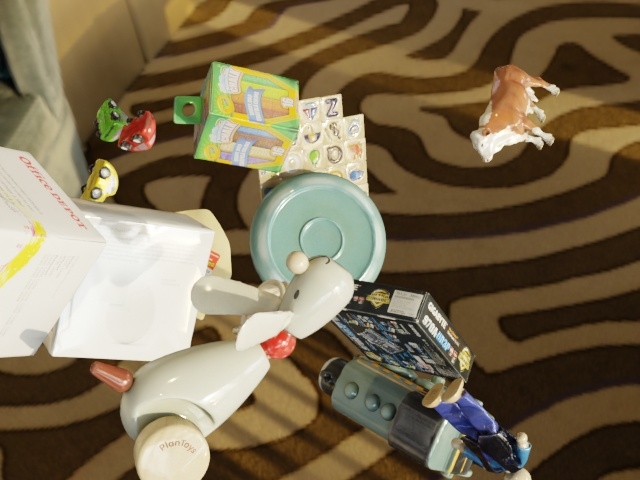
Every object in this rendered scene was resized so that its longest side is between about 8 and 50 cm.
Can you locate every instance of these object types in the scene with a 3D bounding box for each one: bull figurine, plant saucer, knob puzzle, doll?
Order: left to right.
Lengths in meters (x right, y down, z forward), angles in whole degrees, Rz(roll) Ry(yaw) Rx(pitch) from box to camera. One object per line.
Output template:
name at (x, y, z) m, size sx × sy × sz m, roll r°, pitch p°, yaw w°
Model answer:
knob puzzle at (-0.257, 0.029, 1.686) m, size 0.213 × 0.030 × 0.213 m, roll 1°, pitch 76°, yaw -5°
plant saucer at (0.000, 0.000, 1.999) m, size 0.317 × 0.317 × 0.044 m, roll -23°, pitch 1°, yaw -13°
doll at (0.218, 0.267, 1.188) m, size 0.129 × 0.189 × 0.046 m, roll -27°, pitch 19°, yaw 50°
bull figurine at (0.477, -0.308, 2.184) m, size 0.188 × 0.101 × 0.310 m, roll 23°, pitch 57°, yaw -7°

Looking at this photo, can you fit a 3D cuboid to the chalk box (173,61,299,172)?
chalk box at (-0.158, -0.226, 1.607) m, size 0.213 × 0.132 × 0.132 m, roll 9°, pitch 54°, yaw -18°

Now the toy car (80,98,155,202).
toy car at (-0.394, -0.196, 1.726) m, size 0.239 × 0.053 × 0.225 m, roll -47°, pitch 40°, yaw 22°

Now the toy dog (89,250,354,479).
toy dog at (-0.131, 0.120, 1.031) m, size 0.220 × 0.161 × 0.333 m, roll 0°, pitch 47°, yaw 54°

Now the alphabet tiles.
alphabet tiles at (-0.015, -0.165, 2.093) m, size 0.285 × 0.342 × 0.011 m, roll -14°, pitch 22°, yaw -25°

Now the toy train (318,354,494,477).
toy train at (0.144, 0.286, 1.497) m, size 0.334 × 0.190 × 0.142 m, roll 24°, pitch 90°, yaw 44°

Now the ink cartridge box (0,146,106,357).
ink cartridge box at (-0.440, 0.007, 1.039) m, size 0.198 × 0.270 × 0.197 m, roll 44°, pitch 107°, yaw 26°

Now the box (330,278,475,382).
box at (0.111, 0.131, 1.307) m, size 0.175 × 0.220 × 0.051 m, roll 8°, pitch 65°, yaw 34°

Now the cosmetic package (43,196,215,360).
cosmetic package at (-0.314, 0.062, 1.412) m, size 0.224 × 0.224 × 0.138 m, roll 9°, pitch 11°, yaw -32°
